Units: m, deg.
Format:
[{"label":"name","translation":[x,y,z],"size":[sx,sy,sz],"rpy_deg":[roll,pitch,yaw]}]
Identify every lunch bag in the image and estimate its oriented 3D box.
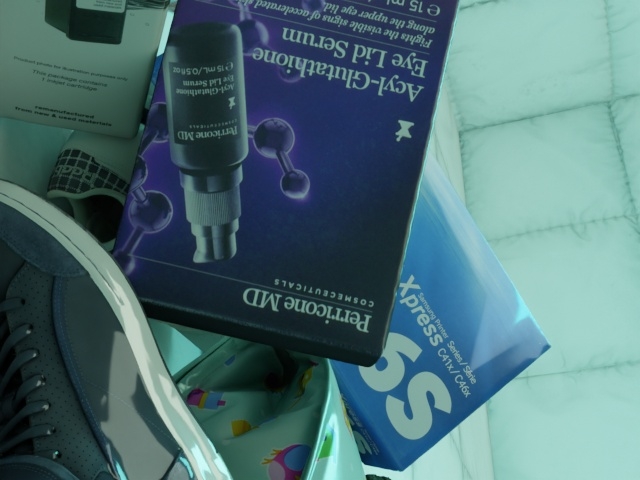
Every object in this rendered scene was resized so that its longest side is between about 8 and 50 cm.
[{"label":"lunch bag","translation":[-0.035,0.203,0.649],"size":[0.262,0.160,0.223],"rpy_deg":[-73,149,-50]}]

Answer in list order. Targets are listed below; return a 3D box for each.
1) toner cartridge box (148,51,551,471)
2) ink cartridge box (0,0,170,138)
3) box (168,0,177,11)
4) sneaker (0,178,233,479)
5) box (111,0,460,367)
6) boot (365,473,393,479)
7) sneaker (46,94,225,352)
[{"label":"toner cartridge box","translation":[0.016,-0.014,0.762],"size":[0.348,0.165,0.075],"rpy_deg":[57,-23,-6]},{"label":"ink cartridge box","translation":[-0.120,-0.179,0.533],"size":[0.208,0.086,0.153],"rpy_deg":[121,-28,-54]},{"label":"box","translation":[-0.073,-0.278,0.919],"size":[0.257,0.122,0.128],"rpy_deg":[-21,101,-76]},{"label":"sneaker","translation":[-0.144,0.086,0.447],"size":[0.226,0.086,0.163],"rpy_deg":[57,37,-1]},{"label":"box","translation":[-0.019,-0.044,0.566],"size":[0.108,0.153,0.207],"rpy_deg":[100,2,-80]},{"label":"boot","translation":[0.037,0.326,0.877],"size":[0.348,0.131,0.260],"rpy_deg":[77,16,-59]},{"label":"sneaker","translation":[-0.110,0.014,0.676],"size":[0.235,0.090,0.095],"rpy_deg":[64,34,-39]}]
